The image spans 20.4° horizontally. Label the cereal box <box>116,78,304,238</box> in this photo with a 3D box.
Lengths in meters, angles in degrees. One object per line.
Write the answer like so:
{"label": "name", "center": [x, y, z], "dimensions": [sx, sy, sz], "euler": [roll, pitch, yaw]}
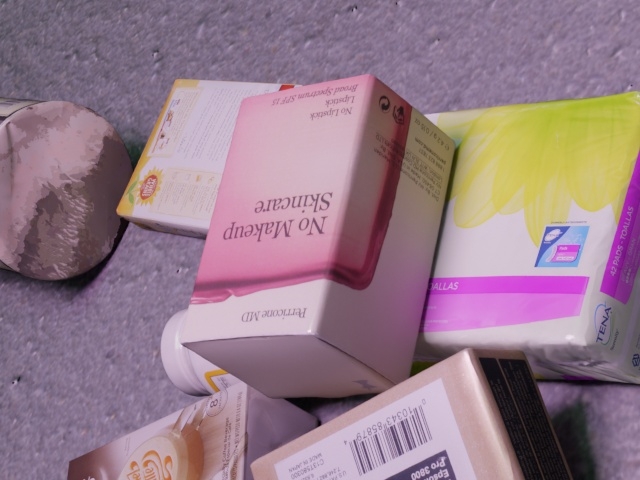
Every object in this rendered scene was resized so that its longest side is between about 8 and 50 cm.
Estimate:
{"label": "cereal box", "center": [-0.109, -0.086, 1.899], "dimensions": [0.240, 0.047, 0.173], "euler": [11, 73, 52]}

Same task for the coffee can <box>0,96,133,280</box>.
{"label": "coffee can", "center": [-0.372, -0.068, 2.063], "dimensions": [0.275, 0.201, 0.202], "euler": [10, 72, 52]}

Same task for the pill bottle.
{"label": "pill bottle", "center": [-0.048, 0.090, 1.637], "dimensions": [0.208, 0.117, 0.118], "euler": [-15, 53, 43]}

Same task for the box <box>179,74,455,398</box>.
{"label": "box", "center": [0.000, 0.000, 1.457], "dimensions": [0.148, 0.127, 0.232], "euler": [-7, 60, 39]}

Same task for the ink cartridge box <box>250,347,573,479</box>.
{"label": "ink cartridge box", "center": [0.078, 0.215, 1.365], "dimensions": [0.234, 0.088, 0.193], "euler": [-32, 66, 31]}

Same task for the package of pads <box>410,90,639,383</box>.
{"label": "package of pads", "center": [0.160, -0.004, 1.476], "dimensions": [0.296, 0.101, 0.229], "euler": [-3, 62, 48]}

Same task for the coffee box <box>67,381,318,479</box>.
{"label": "coffee box", "center": [-0.124, 0.243, 1.626], "dimensions": [0.246, 0.098, 0.141], "euler": [-28, 45, 35]}
